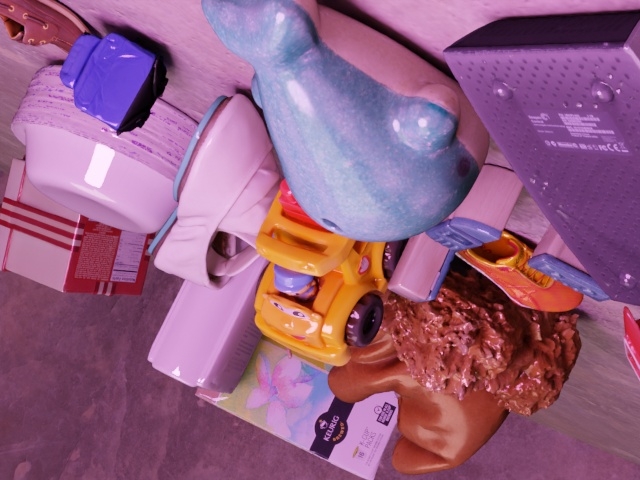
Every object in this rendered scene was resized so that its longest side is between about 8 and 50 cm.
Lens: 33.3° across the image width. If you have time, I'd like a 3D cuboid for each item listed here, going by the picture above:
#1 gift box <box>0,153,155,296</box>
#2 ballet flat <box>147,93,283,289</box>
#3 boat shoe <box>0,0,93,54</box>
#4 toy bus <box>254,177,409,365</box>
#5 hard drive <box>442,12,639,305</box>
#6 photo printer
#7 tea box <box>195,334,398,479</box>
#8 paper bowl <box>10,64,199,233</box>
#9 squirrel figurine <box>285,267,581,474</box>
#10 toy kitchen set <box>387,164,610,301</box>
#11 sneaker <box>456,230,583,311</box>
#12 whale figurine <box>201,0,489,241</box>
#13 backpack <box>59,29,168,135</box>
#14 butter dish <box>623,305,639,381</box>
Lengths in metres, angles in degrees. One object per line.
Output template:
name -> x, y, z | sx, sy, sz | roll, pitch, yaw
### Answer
gift box -> -0.488, -0.045, 2.160 | 0.258, 0.276, 0.255 | 15, 180, 34
ballet flat -> -0.109, -0.042, 1.273 | 0.139, 0.139, 0.400 | 27, 153, -5
boat shoe -> -0.315, -0.239, 1.154 | 0.064, 0.060, 0.178 | 19, 168, 38
toy bus -> 0.000, 0.000, 1.180 | 0.149, 0.220, 0.211 | 20, 164, 26
hard drive -> 0.204, -0.044, 0.698 | 0.255, 0.054, 0.172 | 49, 160, -29
photo printer -> -0.122, 0.067, 1.561 | 0.107, 0.308, 0.256 | 25, 174, 9
tea box -> 0.003, 0.185, 1.816 | 0.323, 0.329, 0.220 | 25, 171, 0
paper bowl -> -0.287, -0.109, 1.472 | 0.284, 0.148, 0.284 | 20, 167, 5
squirrel figurine -> 0.130, 0.105, 1.449 | 0.370, 0.281, 0.397 | 40, 152, -20
toy kitchen set -> 0.185, 0.025, 1.078 | 0.166, 0.122, 0.207 | 27, 171, -6
sneaker -> 0.223, 0.033, 1.203 | 0.175, 0.064, 0.067 | 27, 172, -11
whale figurine -> 0.011, -0.093, 0.834 | 0.216, 0.141, 0.272 | 18, 167, 43
backpack -> -0.219, -0.175, 1.157 | 0.101, 0.098, 0.120 | 35, -176, 1
butter dish -> 0.403, 0.133, 1.148 | 0.160, 0.118, 0.160 | 66, -171, 22
